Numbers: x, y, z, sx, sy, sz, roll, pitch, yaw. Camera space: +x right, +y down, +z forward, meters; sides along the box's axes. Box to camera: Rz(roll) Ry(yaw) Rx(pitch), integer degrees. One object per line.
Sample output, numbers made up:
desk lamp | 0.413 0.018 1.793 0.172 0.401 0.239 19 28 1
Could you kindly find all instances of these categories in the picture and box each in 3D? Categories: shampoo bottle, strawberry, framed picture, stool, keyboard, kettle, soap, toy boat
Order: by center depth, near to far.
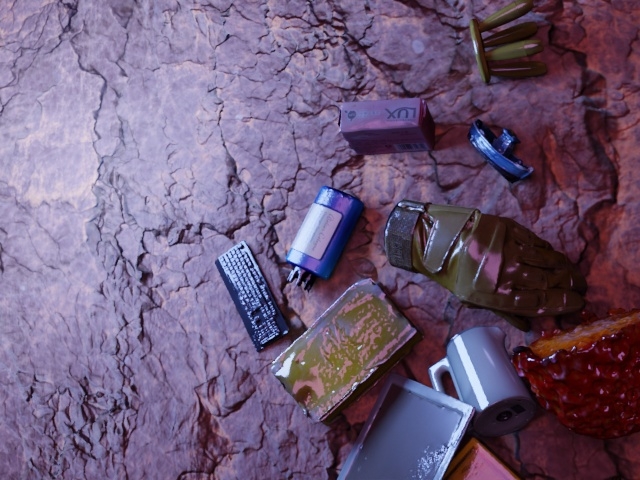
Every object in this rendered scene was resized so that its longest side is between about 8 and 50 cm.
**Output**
strawberry | 0.399 0.198 1.348 0.233 0.234 0.178 -21 88 14
framed picture | 0.108 0.358 1.431 0.296 0.019 0.232 -62 27 -7
kettle | 0.247 0.219 1.434 0.127 0.098 0.148 -62 32 35
soap | 0.043 0.181 1.547 0.233 0.076 0.135 -43 66 3
toy boat | 0.301 -0.153 1.560 0.061 0.060 0.137 -49 59 24
stool | 0.314 -0.329 1.584 0.110 0.134 0.135 -14 25 13
shampoo bottle | 0.000 0.000 1.631 0.087 0.050 0.183 24 83 22
keyboard | -0.124 0.096 1.668 0.074 0.015 0.197 -32 65 9

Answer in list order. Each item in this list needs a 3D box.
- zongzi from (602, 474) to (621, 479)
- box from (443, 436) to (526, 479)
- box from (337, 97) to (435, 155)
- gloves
zongzi | 0.416 0.382 1.349 0.067 0.073 0.083 -14 69 -4
box | 0.206 0.469 1.392 0.193 0.084 0.301 41 91 26
box | 0.115 -0.195 1.617 0.156 0.111 0.060 -2 73 18
gloves | 0.256 0.034 1.476 0.331 0.141 0.154 22 81 25
